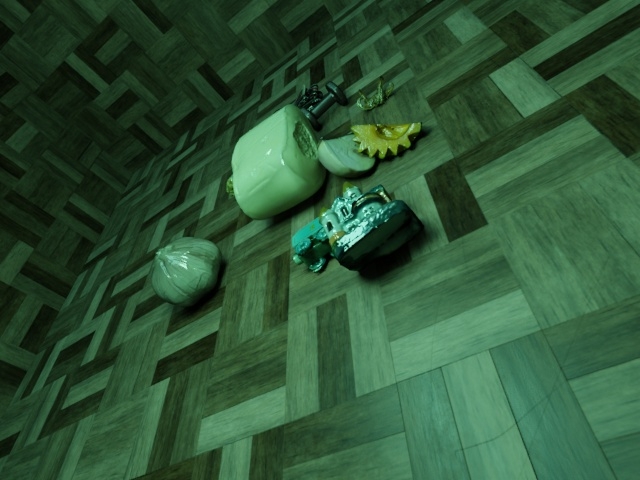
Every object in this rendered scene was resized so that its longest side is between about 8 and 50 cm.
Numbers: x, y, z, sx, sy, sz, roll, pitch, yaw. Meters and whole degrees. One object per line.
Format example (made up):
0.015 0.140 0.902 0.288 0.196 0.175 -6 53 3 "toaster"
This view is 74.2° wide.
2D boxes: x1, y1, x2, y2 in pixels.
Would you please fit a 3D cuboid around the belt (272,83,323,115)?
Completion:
-0.138 -0.724 2.328 0.360 0.126 0.094 -25 48 36 "belt"

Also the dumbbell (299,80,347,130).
0.013 -0.657 2.073 0.225 0.124 0.140 -44 60 2 "dumbbell"

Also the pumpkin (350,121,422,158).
0.247 -0.368 1.569 0.254 0.130 0.149 -1 10 14 "pumpkin"

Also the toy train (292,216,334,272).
0.000 0.000 1.418 0.203 0.112 0.163 -31 31 15 "toy train"

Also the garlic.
-0.566 0.128 1.744 0.318 0.259 0.317 -26 35 20 "garlic"

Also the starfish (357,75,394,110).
0.250 -0.654 1.877 0.190 0.074 0.146 -15 45 37 "starfish"

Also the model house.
0.115 -0.084 1.256 0.253 0.184 0.291 -37 52 12 "model house"

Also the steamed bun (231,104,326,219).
-0.171 -0.303 1.761 0.371 0.290 0.455 -26 46 30 "steamed bun"

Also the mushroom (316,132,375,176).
0.109 -0.298 1.625 0.236 0.173 0.162 -20 -16 -29 "mushroom"

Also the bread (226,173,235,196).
-0.331 -0.291 2.032 0.262 0.162 0.204 18 56 38 "bread"
